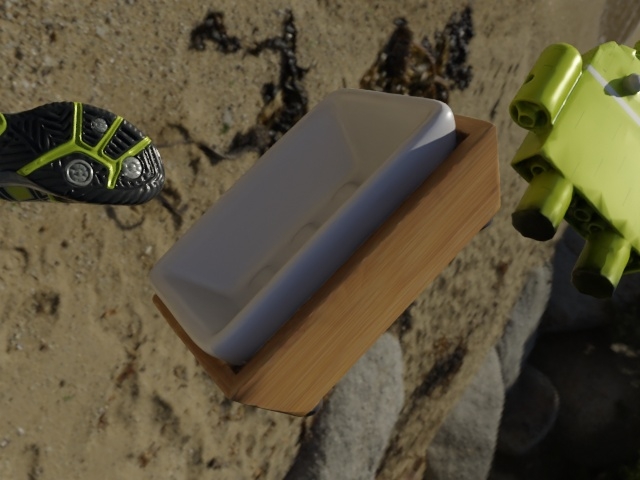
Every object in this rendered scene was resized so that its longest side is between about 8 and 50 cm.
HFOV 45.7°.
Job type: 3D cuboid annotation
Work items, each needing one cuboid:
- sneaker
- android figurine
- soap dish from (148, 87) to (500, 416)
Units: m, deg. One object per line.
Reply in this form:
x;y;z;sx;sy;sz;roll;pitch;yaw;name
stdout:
-0.418;-0.122;1.093;0.147;0.384;0.145;164;-69;-64;sneaker
0.290;-0.084;0.744;0.273;0.248;0.056;-53;-167;-25;android figurine
0.000;0.000;0.669;0.291;0.229;0.118;-45;118;-9;soap dish
